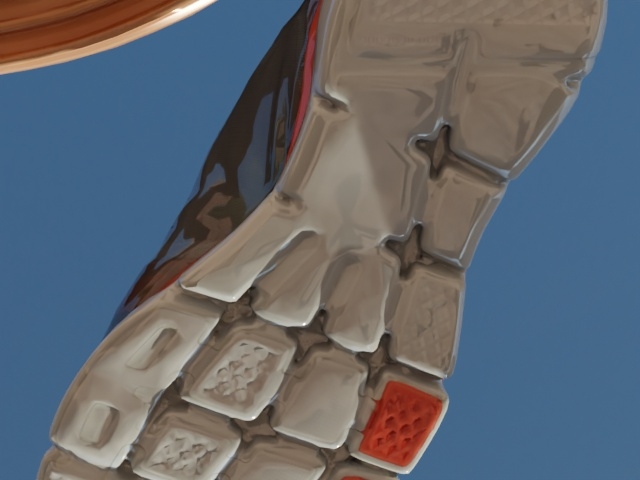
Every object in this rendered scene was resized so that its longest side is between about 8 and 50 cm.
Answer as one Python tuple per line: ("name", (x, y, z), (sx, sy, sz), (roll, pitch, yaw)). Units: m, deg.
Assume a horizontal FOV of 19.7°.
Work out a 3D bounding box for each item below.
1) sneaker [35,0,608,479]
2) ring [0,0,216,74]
("sneaker", (0.000, 0.000, 0.345), (0.061, 0.065, 0.158), (31, -78, -14))
("ring", (-0.107, -0.210, 0.491), (0.336, 0.032, 0.336), (0, -88, 7))
